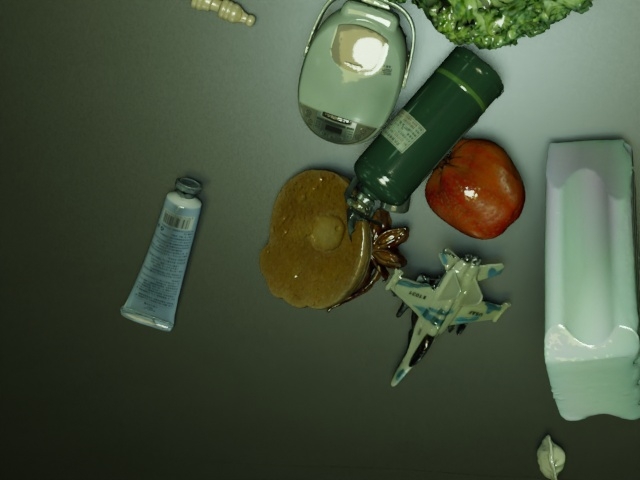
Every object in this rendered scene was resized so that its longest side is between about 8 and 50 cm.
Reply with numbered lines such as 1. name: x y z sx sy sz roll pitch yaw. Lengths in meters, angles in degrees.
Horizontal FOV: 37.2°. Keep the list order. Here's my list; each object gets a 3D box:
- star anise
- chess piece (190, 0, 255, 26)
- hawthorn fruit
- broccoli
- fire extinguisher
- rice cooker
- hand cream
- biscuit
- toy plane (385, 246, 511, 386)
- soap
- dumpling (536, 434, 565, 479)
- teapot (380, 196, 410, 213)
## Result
1. star anise: 0.064 0.040 1.413 0.190 0.070 0.097 -43 69 20
2. chess piece: -0.135 -0.329 1.348 0.092 0.035 0.035 24 110 -2
3. hawthorn fruit: 0.220 -0.068 1.315 0.138 0.133 0.133 43 109 -7
4. broccoli: 0.202 -0.382 1.180 0.288 0.235 0.260 -7 130 8
5. fire extinguisher: 0.121 -0.124 1.291 0.294 0.118 0.093 -49 127 1
6. rice cooker: 0.048 -0.233 1.298 0.145 0.127 0.206 19 106 3
7. hand cream: -0.239 0.024 1.464 0.088 0.055 0.256 19 112 -5
8. biscuit: 0.000 0.000 1.389 0.181 0.049 0.208 19 101 33
9. toy plane: 0.163 0.115 1.405 0.192 0.088 0.262 18 131 -18
10. soap: 0.360 0.036 1.245 0.115 0.347 0.208 -3 144 19
11. dumpling: 0.355 0.341 1.457 0.043 0.059 0.077 9 112 -4
12. teapot: 0.116 -0.097 1.372 0.043 0.043 0.111 11 106 6
